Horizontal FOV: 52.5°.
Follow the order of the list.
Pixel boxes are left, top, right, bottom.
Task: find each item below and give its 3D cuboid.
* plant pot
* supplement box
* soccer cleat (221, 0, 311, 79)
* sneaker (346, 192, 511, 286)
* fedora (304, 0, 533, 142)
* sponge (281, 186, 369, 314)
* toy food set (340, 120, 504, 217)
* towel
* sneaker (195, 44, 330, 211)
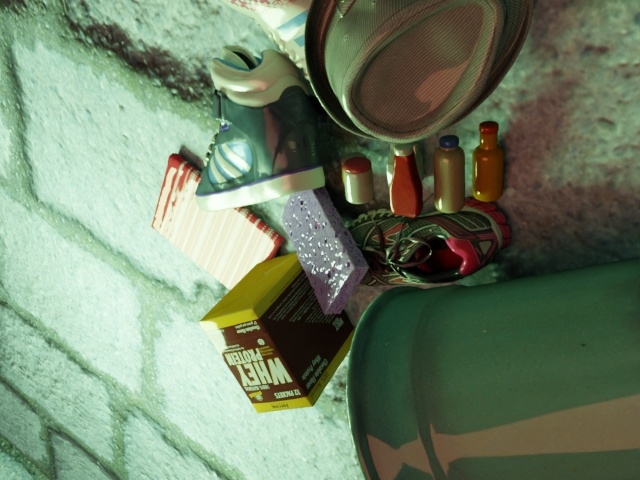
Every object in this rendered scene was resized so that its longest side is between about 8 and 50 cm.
[{"bbox_3d":[0.265,0.177,0.753,0.334,0.341,0.341,-22,102,38],"label":"plant pot"},{"bbox_3d":[-0.064,0.153,1.107,0.129,0.191,0.194,-18,109,37],"label":"supplement box"},{"bbox_3d":[-0.017,-0.271,0.854,0.331,0.116,0.143,23,115,23],"label":"soccer cleat"},{"bbox_3d":[0.119,0.013,0.944,0.299,0.112,0.120,-17,106,44],"label":"sneaker"},{"bbox_3d":[0.111,-0.212,0.704,0.275,0.124,0.244,-39,117,22],"label":"fedora"},{"bbox_3d":[0.000,0.000,1.017,0.210,0.031,0.117,64,144,35],"label":"sponge"},{"bbox_3d":[0.118,-0.105,0.864,0.232,0.111,0.104,13,127,30],"label":"toy food set"},{"bbox_3d":[-0.204,-0.022,1.238,0.275,0.031,0.198,38,132,11],"label":"towel"},{"bbox_3d":[-0.119,-0.177,1.011,0.323,0.130,0.236,-4,102,55],"label":"sneaker"}]
